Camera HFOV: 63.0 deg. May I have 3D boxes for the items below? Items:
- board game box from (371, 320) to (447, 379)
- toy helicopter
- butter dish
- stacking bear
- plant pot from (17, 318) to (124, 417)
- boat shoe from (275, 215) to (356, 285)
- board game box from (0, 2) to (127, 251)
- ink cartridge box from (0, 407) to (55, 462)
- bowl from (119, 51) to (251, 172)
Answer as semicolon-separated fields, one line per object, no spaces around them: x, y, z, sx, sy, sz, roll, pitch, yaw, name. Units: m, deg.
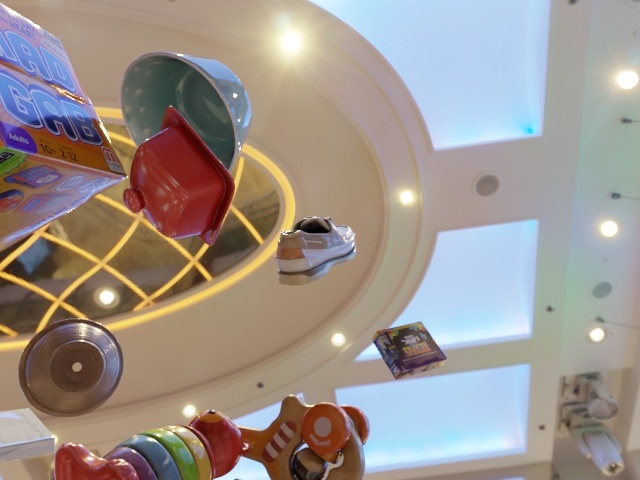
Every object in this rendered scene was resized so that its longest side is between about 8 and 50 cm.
0.253;0.310;1.492;0.170;0.141;0.048;-7;-44;-31;board game box
-0.091;0.399;0.959;0.355;0.235;0.140;3;-17;24;toy helicopter
-0.212;-0.071;0.717;0.160;0.118;0.160;49;-41;12;butter dish
-0.242;0.367;0.845;0.175;0.289;0.164;1;-86;33;stacking bear
-0.591;0.303;1.256;0.237;0.237;0.110;35;-27;-18;plant pot
0.000;0.000;1.110;0.113;0.302;0.103;-1;-76;21;boat shoe
-0.671;-0.209;0.980;0.357;0.356;0.356;-28;-95;7;board game box
-0.793;0.473;1.260;0.224;0.223;0.045;9;-91;-44;ink cartridge box
-0.283;-0.296;1.206;0.312;0.163;0.311;15;-51;20;bowl
